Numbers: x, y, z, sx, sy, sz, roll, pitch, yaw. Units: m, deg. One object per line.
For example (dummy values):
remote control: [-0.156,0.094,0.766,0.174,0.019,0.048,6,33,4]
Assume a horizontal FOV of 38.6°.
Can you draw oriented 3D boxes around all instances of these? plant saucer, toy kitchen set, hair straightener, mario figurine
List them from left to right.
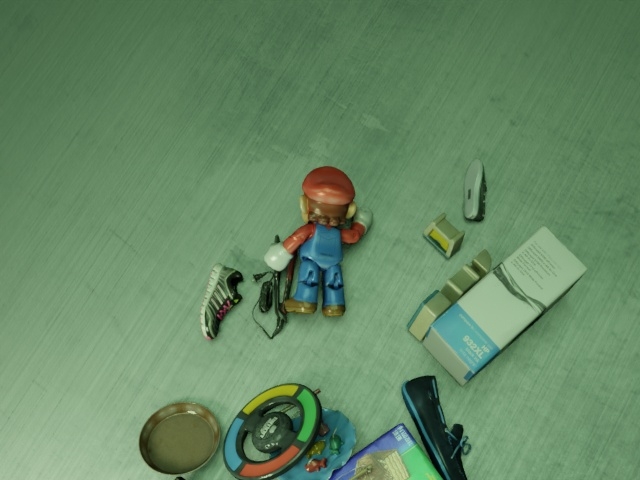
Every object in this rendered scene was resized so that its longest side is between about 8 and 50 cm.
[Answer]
plant saucer: [-0.288,0.410,1.872,0.168,0.029,0.168,-2,49,2]
hair straightener: [-0.105,0.098,1.978,0.089,0.047,0.230,6,78,6]
mario figurine: [0.000,0.000,1.960,0.170,0.198,0.321,2,82,33]
toy kitchen set: [0.235,0.073,1.940,0.207,0.122,0.166,-37,73,-28]

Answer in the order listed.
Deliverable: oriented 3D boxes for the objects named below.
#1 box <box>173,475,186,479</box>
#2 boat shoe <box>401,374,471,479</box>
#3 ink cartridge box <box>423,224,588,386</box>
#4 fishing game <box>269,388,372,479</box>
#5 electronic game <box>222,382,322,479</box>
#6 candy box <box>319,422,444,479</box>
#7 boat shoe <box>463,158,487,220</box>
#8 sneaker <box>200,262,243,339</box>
box: [-0.235,0.663,1.780,0.322,0.079,0.257,37,81,8]
boat shoe: [0.250,0.388,1.831,0.089,0.109,0.258,-22,75,-7]
ink cartridge box: [0.365,0.137,1.836,0.307,0.223,0.129,-40,75,-8]
fishing game: [-0.022,0.403,1.808,0.189,0.041,0.264,-29,37,-4]
electronic game: [-0.097,0.382,1.824,0.229,0.048,0.229,-24,35,18]
candy box: [0.107,0.555,1.779,0.317,0.122,0.268,-35,74,-5]
boat shoe: [0.345,-0.110,2.010,0.040,0.049,0.142,18,70,-26]
sneaker: [-0.208,0.132,1.958,0.074,0.063,0.170,7,69,12]
